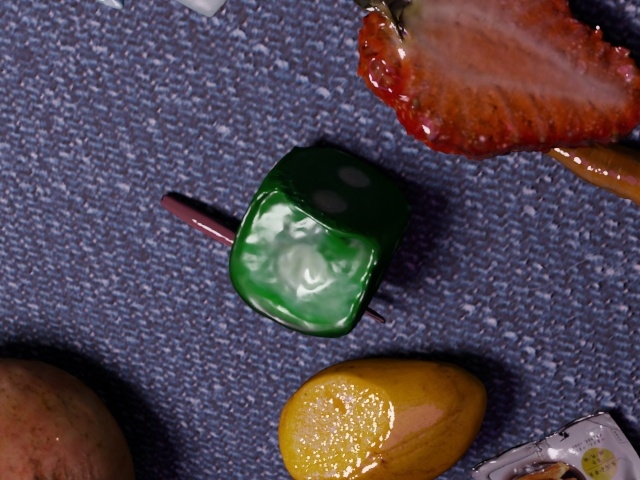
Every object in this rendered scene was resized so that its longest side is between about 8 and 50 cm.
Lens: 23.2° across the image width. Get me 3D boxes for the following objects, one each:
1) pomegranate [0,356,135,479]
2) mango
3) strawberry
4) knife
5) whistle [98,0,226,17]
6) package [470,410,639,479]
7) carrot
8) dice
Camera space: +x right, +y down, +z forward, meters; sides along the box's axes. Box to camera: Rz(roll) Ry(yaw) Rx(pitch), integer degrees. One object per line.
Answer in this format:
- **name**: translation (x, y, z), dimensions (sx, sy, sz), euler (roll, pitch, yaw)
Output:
- **pomegranate**: translation (-0.346, 0.273, 1.611), dimensions (0.322, 0.322, 0.322), euler (10, 123, 15)
- **mango**: translation (0.065, 0.174, 1.501), dimensions (0.217, 0.102, 0.141), euler (-25, 85, 28)
- **strawberry**: translation (0.134, -0.143, 1.283), dimensions (0.175, 0.107, 0.236), euler (-45, 101, -2)
- **knife**: translation (-0.046, 0.019, 1.483), dimensions (0.247, 0.035, 0.018), euler (29, 98, 7)
- **whistle**: translation (-0.180, -0.295, 1.313), dimensions (0.274, 0.093, 0.186), euler (41, 125, -10)
- **package**: translation (0.259, 0.257, 1.517), dimensions (0.171, 0.027, 0.173), euler (-32, 100, 34)
- **carrot**: translation (0.275, -0.053, 1.311), dimensions (0.209, 0.061, 0.061), euler (21, 125, 14)
- **dice**: translation (0.000, 0.000, 1.404), dimensions (0.131, 0.120, 0.128), euler (26, 127, 7)
